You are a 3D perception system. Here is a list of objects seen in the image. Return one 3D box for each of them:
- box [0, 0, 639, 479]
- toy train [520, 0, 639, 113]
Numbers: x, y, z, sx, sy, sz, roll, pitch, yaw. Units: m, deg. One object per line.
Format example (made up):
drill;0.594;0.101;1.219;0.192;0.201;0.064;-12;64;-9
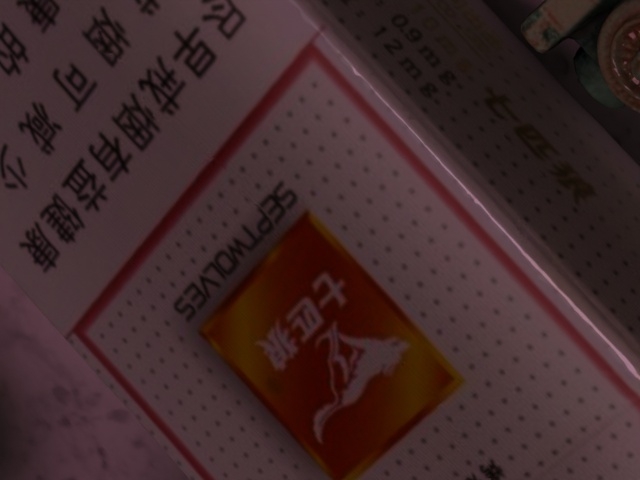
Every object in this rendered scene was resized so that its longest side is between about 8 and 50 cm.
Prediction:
box;-0.001;0.001;0.720;0.330;0.095;0.210;48;131;7
toy train;0.134;-0.126;0.615;0.125;0.081;0.194;50;132;4
